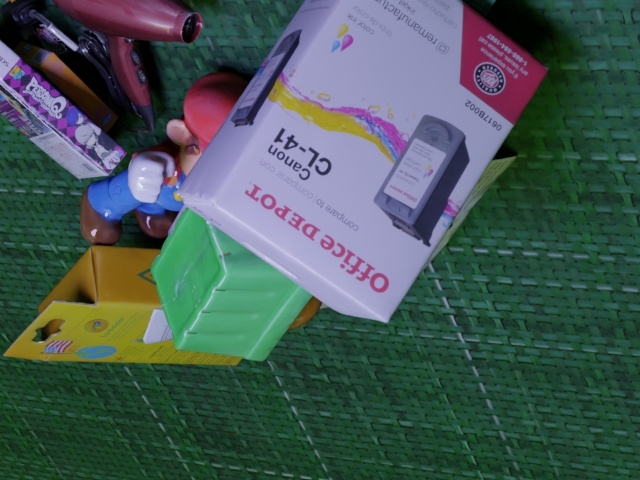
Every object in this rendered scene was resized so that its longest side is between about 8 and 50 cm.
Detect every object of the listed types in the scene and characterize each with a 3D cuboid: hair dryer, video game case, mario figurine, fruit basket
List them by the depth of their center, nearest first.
[{"bbox_3d":[0.000,0.000,2.056,0.165,0.353,0.327,64,149,19],"label":"fruit basket"},{"bbox_3d":[-0.218,-0.231,2.081,0.223,0.080,0.293,41,157,-20],"label":"hair dryer"},{"bbox_3d":[-0.147,-0.059,2.131,0.170,0.198,0.320,43,141,-12],"label":"mario figurine"},{"bbox_3d":[-0.332,-0.154,2.179,0.210,0.042,0.232,41,171,-11],"label":"video game case"}]

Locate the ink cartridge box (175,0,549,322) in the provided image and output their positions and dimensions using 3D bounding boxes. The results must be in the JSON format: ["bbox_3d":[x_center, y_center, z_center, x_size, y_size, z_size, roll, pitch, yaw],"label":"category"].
[{"bbox_3d":[0.043,-0.105,1.822,0.226,0.306,0.131,35,171,-18],"label":"ink cartridge box"}]

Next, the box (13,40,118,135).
[{"bbox_3d":[-0.292,-0.173,2.157,0.136,0.028,0.081,44,167,-37],"label":"box"}]

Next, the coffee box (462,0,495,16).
[{"bbox_3d":[0.147,-0.304,1.762,0.113,0.040,0.184,30,144,0],"label":"coffee box"}]

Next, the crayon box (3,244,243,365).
[{"bbox_3d":[-0.212,0.083,2.299,0.318,0.081,0.202,3,156,-28],"label":"crayon box"}]
